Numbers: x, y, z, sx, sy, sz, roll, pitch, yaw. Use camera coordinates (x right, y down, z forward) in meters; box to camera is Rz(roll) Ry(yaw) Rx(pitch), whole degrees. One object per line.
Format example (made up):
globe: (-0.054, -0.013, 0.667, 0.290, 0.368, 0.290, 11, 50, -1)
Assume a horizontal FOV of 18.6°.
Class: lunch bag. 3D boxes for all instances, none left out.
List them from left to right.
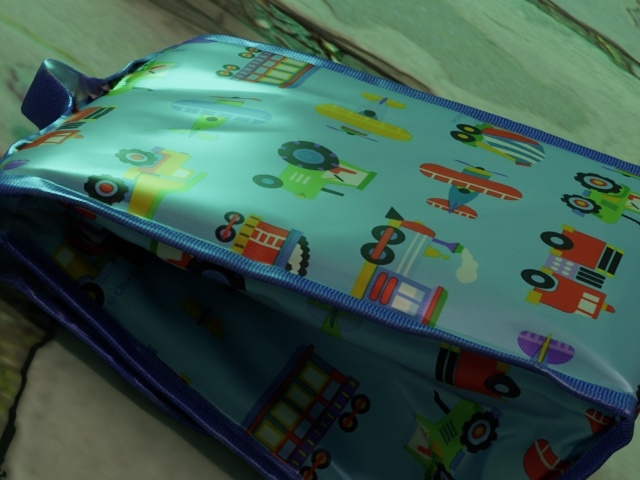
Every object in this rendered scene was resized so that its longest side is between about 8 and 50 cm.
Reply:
lunch bag: (0.000, 0.000, 0.832, 0.293, 0.138, 0.221, 30, 29, 6)
